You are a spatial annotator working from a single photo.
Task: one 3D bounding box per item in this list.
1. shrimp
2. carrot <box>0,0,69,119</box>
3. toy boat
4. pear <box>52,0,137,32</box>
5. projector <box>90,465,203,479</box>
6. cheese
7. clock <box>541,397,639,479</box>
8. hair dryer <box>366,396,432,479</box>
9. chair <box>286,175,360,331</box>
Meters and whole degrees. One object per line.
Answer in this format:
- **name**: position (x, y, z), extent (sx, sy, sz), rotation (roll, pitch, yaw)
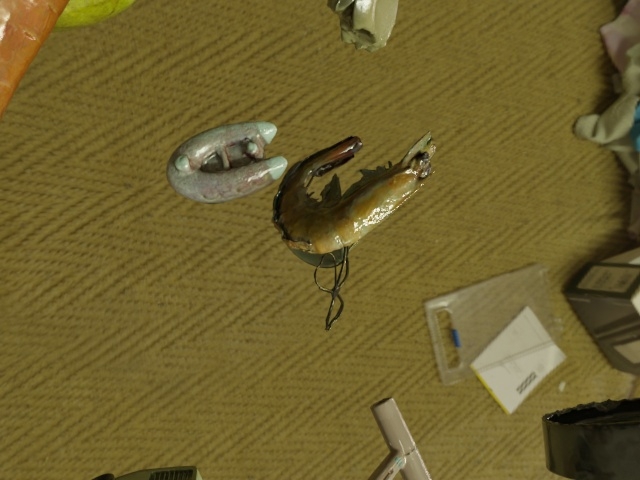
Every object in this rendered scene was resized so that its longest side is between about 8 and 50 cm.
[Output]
- **shrimp**: position (0.041, -0.081, 0.781), extent (0.253, 0.173, 0.058), rotation (-42, 145, -12)
- **carrot**: position (-0.181, -0.060, 0.272), extent (0.057, 0.057, 0.224), rotation (24, 86, -18)
- **toy boat**: position (-0.184, -0.155, 1.070), extent (0.228, 0.085, 0.155), rotation (-17, 71, -1)
- **pear**: position (-0.339, -0.428, 0.736), extent (0.287, 0.287, 0.375), rotation (22, 75, -18)
- **projector**: position (-0.283, 0.435, 0.803), extent (0.270, 0.088, 0.193), rotation (-22, 98, -4)
- **cheese**: position (0.078, -0.429, 1.006), extent (0.091, 0.202, 0.175), rotation (18, 112, 16)
- **clock**: position (0.410, 0.213, 0.637), extent (0.313, 0.312, 0.061), rotation (-4, 75, -17)
- **hair dryer**: position (0.097, 0.418, 1.038), extent (0.220, 0.054, 0.195), rotation (-15, 75, -40)
- **chair**: position (0.000, 0.000, 1.105), extent (0.325, 0.170, 0.159), rotation (-58, 153, -43)
